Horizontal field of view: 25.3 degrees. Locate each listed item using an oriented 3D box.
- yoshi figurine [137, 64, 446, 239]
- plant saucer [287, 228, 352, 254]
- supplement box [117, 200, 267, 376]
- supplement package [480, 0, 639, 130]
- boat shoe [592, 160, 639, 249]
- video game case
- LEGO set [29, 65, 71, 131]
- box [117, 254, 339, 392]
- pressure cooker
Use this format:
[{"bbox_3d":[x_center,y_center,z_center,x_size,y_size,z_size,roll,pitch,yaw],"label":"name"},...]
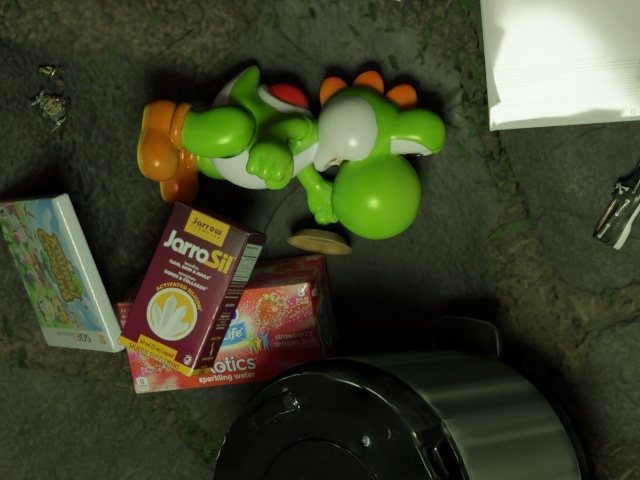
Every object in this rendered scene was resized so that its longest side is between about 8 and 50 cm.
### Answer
[{"bbox_3d":[-0.027,-0.082,1.731,0.362,0.203,0.203,-2,123,8],"label":"yoshi figurine"},{"bbox_3d":[0.000,0.000,1.807,0.083,0.083,0.015,8,77,8],"label":"plant saucer"},{"bbox_3d":[-0.154,0.058,1.723,0.104,0.081,0.188,23,93,12],"label":"supplement box"},{"bbox_3d":[0.285,-0.245,1.630,0.194,0.149,0.203,-3,107,11],"label":"supplement package"},{"bbox_3d":[0.370,-0.049,1.736,0.038,0.046,0.125,20,118,-2],"label":"boat shoe"},{"bbox_3d":[-0.341,0.042,1.843,0.193,0.023,0.212,-1,112,53],"label":"video game case"},{"bbox_3d":[-0.343,-0.183,1.837,0.054,0.023,0.083,17,97,2],"label":"LEGO set"},{"bbox_3d":[-0.116,0.106,1.832,0.257,0.122,0.128,-6,106,12],"label":"box"},{"bbox_3d":[0.124,0.316,1.711,0.370,0.420,0.375,-48,63,28],"label":"pressure cooker"}]
